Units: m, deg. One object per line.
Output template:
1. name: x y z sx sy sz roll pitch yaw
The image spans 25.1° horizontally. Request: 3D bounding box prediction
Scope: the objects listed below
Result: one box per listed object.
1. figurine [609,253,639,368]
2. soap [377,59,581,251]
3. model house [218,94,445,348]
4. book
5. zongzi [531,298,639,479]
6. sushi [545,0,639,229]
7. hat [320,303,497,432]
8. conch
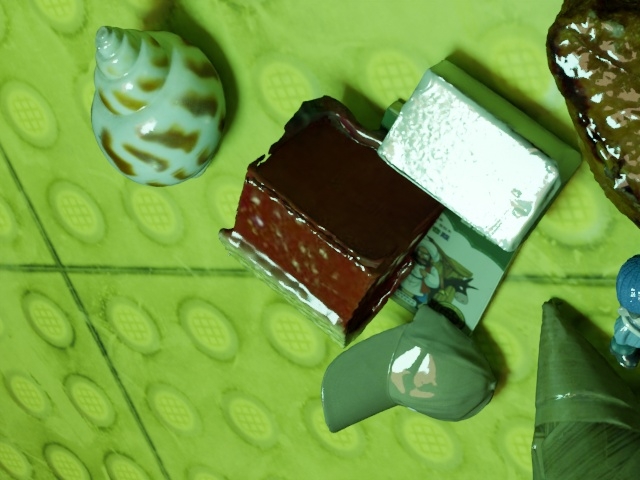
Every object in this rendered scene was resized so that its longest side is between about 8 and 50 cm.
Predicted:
1. figurine: 0.346 0.072 1.511 0.087 0.086 0.149 55 158 26
2. soap: 0.164 -0.089 1.503 0.183 0.064 0.121 38 119 10
3. model house: 0.000 0.000 1.631 0.196 0.160 0.254 38 141 10
4. book: 0.127 -0.013 1.653 0.202 0.027 0.264 36 139 13
5. zongzi: 0.383 0.352 1.707 0.218 0.466 0.500 -13 153 12
6. sushi: 0.290 -0.146 1.319 0.167 0.179 0.296 -24 109 31
7. hat: 0.105 0.187 1.710 0.144 0.173 0.166 29 154 35
8. conch: -0.203 -0.161 1.716 0.183 0.148 0.274 16 135 25
